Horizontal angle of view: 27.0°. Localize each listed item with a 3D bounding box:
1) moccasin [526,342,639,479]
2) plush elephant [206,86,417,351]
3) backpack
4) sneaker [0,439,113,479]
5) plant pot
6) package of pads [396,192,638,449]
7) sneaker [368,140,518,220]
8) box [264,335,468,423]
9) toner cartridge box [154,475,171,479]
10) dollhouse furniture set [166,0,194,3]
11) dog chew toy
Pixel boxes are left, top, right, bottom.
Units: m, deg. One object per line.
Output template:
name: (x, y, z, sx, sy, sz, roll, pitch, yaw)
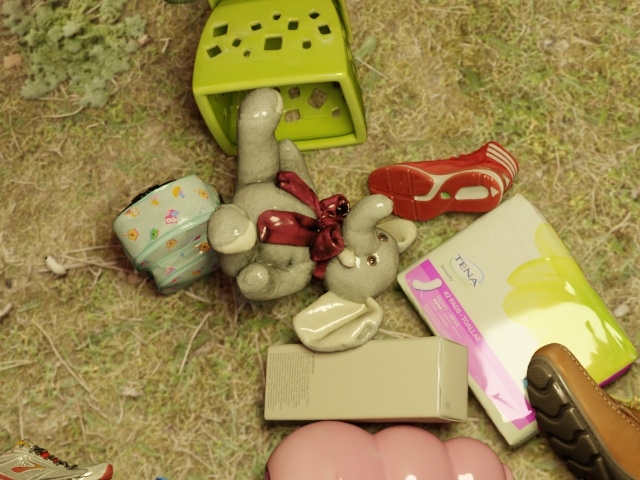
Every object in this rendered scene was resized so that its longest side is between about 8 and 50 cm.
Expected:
moccasin: (0.418, 0.273, 1.749, 0.380, 0.139, 0.147, 45, 71, -3)
plush elephant: (0.000, 0.000, 1.834, 0.255, 0.330, 0.272, 7, 48, 7)
backpack: (-0.207, -0.011, 1.925, 0.166, 0.188, 0.144, -29, 73, -1)
sneaker: (-0.409, 0.330, 1.917, 0.225, 0.088, 0.092, -3, 74, 7)
plant pot: (-0.057, -0.268, 1.958, 0.227, 0.228, 0.207, -4, 69, 8)
package of pads: (0.277, 0.108, 1.871, 0.229, 0.101, 0.296, -34, 74, -1)
sneaker: (0.189, -0.090, 1.959, 0.221, 0.128, 0.087, 7, 118, 33)
box: (0.061, 0.196, 1.832, 0.275, 0.094, 0.113, -4, 76, 30)
toner cartridge box: (-0.220, 0.492, 1.769, 0.165, 0.075, 0.348, 17, 50, 15)
dollhouse furniture set: (-0.093, -0.416, 2.019, 0.301, 0.197, 0.151, -33, 83, -1)
dog chew toy: (0.095, 0.338, 1.793, 0.332, 0.206, 0.206, -4, 74, -9)
